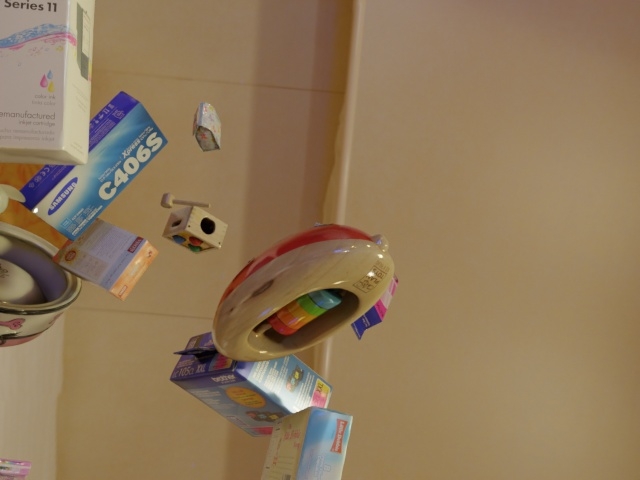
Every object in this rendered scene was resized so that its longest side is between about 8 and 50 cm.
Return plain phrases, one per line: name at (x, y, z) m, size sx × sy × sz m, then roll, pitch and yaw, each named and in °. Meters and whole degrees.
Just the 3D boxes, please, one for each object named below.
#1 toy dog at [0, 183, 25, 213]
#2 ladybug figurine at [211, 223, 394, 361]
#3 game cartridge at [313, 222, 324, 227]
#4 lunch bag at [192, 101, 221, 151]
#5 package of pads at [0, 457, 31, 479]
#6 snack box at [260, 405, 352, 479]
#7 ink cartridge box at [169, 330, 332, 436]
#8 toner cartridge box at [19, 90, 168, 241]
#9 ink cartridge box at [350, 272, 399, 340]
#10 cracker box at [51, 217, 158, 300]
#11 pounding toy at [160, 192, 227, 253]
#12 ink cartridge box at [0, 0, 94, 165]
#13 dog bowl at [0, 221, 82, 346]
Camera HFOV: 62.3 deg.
toy dog at (-0.727, -0.102, 1.068) m, size 0.333 × 0.220 × 0.160 m, roll -127°, pitch -146°, yaw -47°
ladybug figurine at (-0.046, 0.105, 1.141) m, size 0.305 × 0.450 × 0.161 m, roll 34°, pitch 29°, yaw -48°
game cartridge at (0.000, 0.000, 1.349) m, size 0.017 × 0.056 × 0.083 m, roll 83°, pitch 26°, yaw -78°
lunch bag at (-0.243, -0.241, 1.121) m, size 0.083 × 0.053 × 0.071 m, roll 79°, pitch 6°, yaw -60°
package of pads at (-0.640, 0.468, 1.081) m, size 0.050 × 0.083 × 0.031 m, roll -51°, pitch -148°, yaw 38°
snack box at (-0.040, 0.346, 0.752) m, size 0.322 × 0.060 × 0.186 m, roll 121°, pitch -15°, yaw -65°
ink cartridge box at (-0.202, 0.366, 1.412) m, size 0.395 × 0.270 × 0.151 m, roll 47°, pitch 44°, yaw -27°
toner cartridge box at (-0.536, -0.176, 1.272) m, size 0.347 × 0.075 × 0.165 m, roll -52°, pitch 157°, yaw -14°
ink cartridge box at (0.152, 0.142, 1.662) m, size 0.175 × 0.069 × 0.371 m, roll 63°, pitch 28°, yaw -12°
cracker box at (-0.558, 0.041, 1.372) m, size 0.155 × 0.233 × 0.067 m, roll -58°, pitch 151°, yaw -21°
pounding toy at (-0.375, -0.046, 1.506) m, size 0.181 × 0.206 × 0.094 m, roll -12°, pitch -124°, yaw 43°
ink cartridge box at (-0.457, -0.298, 0.781) m, size 0.119 × 0.207 × 0.352 m, roll 153°, pitch -63°, yaw -82°
dog bowl at (-0.842, 0.107, 1.348) m, size 0.150 × 0.408 × 0.408 m, roll -57°, pitch -172°, yaw 14°
